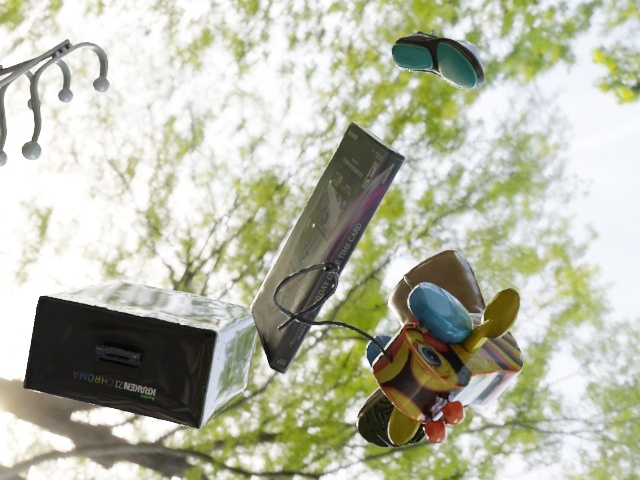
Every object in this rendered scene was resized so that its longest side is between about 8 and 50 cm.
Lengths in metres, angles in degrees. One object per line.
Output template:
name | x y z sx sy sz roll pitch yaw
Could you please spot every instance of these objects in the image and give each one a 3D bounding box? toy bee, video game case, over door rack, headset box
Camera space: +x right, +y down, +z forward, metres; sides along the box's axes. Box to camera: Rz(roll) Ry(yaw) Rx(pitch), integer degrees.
toy bee | 0.104 0.133 0.950 0.162 0.298 0.195 59 -38 39
video game case | 0.000 0.000 1.139 0.274 0.026 0.196 -60 -163 9
over door rack | -0.409 -0.113 1.060 0.324 0.108 0.240 -30 -163 -32
headset box | -0.237 0.149 1.346 0.283 0.247 0.131 -13 114 -80

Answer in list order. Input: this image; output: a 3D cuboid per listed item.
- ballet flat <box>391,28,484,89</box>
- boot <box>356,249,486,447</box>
ballet flat | 0.185 -0.268 1.411 0.203 0.074 0.074 30 -89 53
boot | 0.135 0.141 1.325 0.236 0.089 0.269 -30 -156 4
